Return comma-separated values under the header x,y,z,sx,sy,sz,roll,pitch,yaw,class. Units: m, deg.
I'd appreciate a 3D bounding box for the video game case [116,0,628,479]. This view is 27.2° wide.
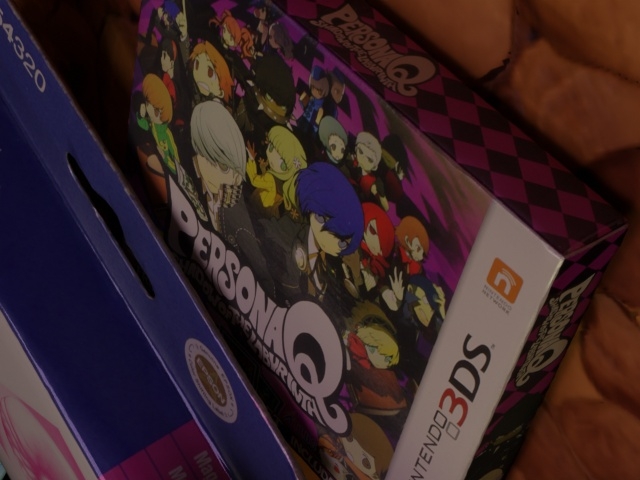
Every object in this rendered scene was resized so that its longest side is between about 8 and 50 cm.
x,y,z,sx,sy,sz,roll,pitch,yaw,class
0.000,0.000,0.553,0.232,0.042,0.210,45,142,27,video game case

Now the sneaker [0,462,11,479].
x,y,z,sx,sy,sz,roll,pitch,yaw,class
-0.253,0.139,0.931,0.150,0.135,0.366,-34,80,30,sneaker

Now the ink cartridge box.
x,y,z,sx,sy,sz,roll,pitch,yaw,class
-0.156,0.050,0.727,0.324,0.071,0.330,57,156,12,ink cartridge box
